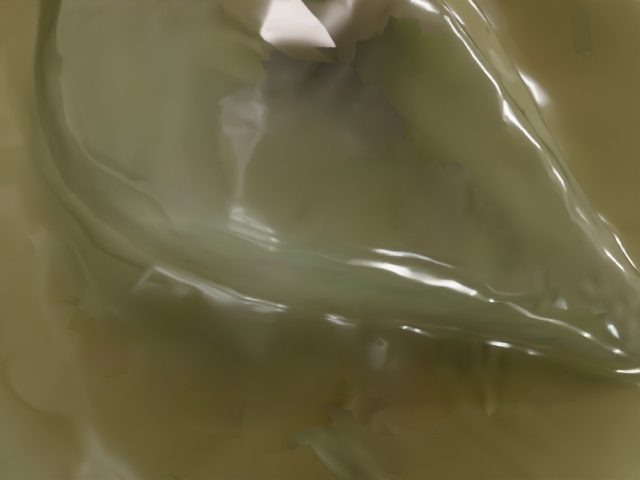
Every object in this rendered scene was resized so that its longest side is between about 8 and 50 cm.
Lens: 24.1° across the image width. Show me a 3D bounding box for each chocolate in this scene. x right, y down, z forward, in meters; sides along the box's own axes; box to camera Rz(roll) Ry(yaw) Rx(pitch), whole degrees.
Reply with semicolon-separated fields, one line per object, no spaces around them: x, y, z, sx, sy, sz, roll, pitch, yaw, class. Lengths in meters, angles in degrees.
0.000;0.000;0.520;0.297;0.326;0.314;-15;-100;61;chocolate
